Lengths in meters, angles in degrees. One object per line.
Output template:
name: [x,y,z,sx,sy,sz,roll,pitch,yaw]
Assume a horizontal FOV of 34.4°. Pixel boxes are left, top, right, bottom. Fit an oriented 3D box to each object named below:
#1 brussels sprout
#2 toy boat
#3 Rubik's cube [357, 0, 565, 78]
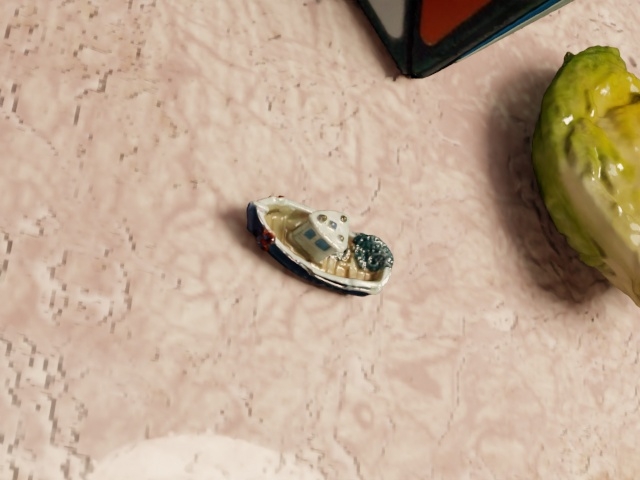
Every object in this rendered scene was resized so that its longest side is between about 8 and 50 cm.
brussels sprout: [0.182,-0.037,0.594,0.139,0.100,0.181,17,62,-16]
toy boat: [0.000,0.000,0.490,0.083,0.038,0.038,24,58,-25]
Rubik's cube: [0.127,-0.266,0.557,0.246,0.250,0.248,-30,90,-38]
